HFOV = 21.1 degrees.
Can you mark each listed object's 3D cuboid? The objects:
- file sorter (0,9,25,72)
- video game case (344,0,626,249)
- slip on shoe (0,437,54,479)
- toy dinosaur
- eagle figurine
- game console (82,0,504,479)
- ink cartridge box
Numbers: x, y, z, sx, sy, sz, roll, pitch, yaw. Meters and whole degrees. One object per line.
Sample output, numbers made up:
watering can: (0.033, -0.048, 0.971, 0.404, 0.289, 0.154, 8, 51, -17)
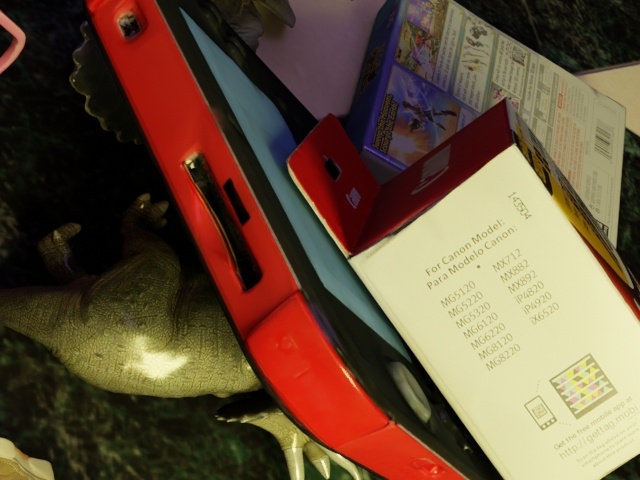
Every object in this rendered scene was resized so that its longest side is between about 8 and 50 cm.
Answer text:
file sorter: (-0.338, -0.184, 1.003, 0.291, 0.182, 0.202, 52, -1, 9)
video game case: (0.142, -0.080, 1.470, 0.244, 0.061, 0.270, 31, 39, -13)
slip on shoe: (-0.190, 0.139, 0.969, 0.135, 0.051, 0.041, 50, 33, -68)
toy dinosaur: (-0.101, 0.049, 1.106, 0.313, 0.121, 0.160, 21, 29, -29)
eagle figurine: (-0.112, -0.220, 1.337, 0.298, 0.225, 0.226, -30, 27, -20)
game console: (0.000, 0.000, 1.124, 0.342, 0.060, 0.387, 35, 23, -55)
ink cartridge box: (0.116, 0.004, 1.168, 0.272, 0.130, 0.309, 54, 10, -6)
